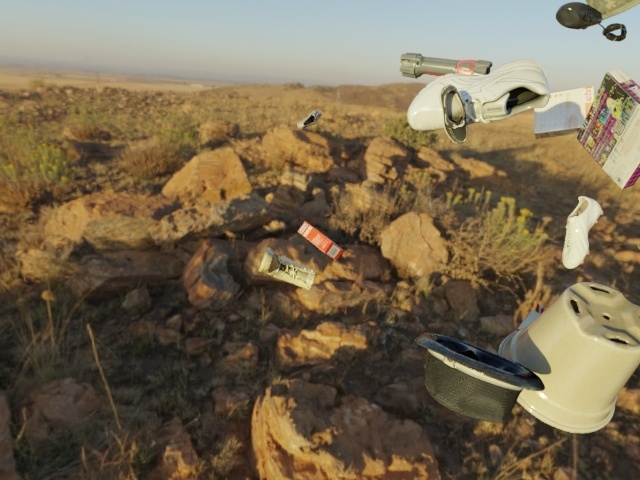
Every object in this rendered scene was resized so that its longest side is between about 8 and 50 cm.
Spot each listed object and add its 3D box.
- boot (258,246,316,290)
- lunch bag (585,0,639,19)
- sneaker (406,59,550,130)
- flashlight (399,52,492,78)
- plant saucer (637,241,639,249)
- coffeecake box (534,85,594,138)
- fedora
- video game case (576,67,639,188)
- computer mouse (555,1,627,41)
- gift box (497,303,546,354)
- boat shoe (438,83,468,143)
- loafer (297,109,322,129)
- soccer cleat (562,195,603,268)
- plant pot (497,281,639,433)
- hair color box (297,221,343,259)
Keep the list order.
[{"bbox_3d":[-0.118,0.111,1.589,0.203,0.095,0.262,23,-9,5],"label":"boot"},{"bbox_3d":[0.649,-0.623,0.873,0.169,0.235,0.287,-46,15,-16],"label":"lunch bag"},{"bbox_3d":[0.330,-0.297,0.908,0.296,0.111,0.129,-14,35,18],"label":"sneaker"},{"bbox_3d":[0.435,-0.593,1.503,0.303,0.103,0.103,19,35,27],"label":"flashlight"},{"bbox_3d":[1.008,0.026,1.160,0.240,0.037,0.241,20,-5,2],"label":"plant saucer"},{"bbox_3d":[0.864,-0.450,1.522,0.185,0.143,0.068,-1,-7,32],"label":"coffeecake box"},{"bbox_3d":[0.395,0.369,1.130,0.333,0.153,0.334,17,1,0],"label":"fedora"},{"bbox_3d":[0.773,-0.283,1.105,0.041,0.232,0.210,-18,56,0],"label":"video game case"},{"bbox_3d":[0.626,-0.488,0.985,0.241,0.041,0.071,3,8,-28],"label":"computer mouse"},{"bbox_3d":[0.813,0.404,1.533,0.276,0.255,0.258,38,3,-24],"label":"gift box"},{"bbox_3d":[0.267,-0.245,0.846,0.046,0.125,0.038,-19,29,7],"label":"boat shoe"},{"bbox_3d":[-0.036,-0.485,1.718,0.125,0.045,0.039,-40,23,-22],"label":"loafer"},{"bbox_3d":[0.670,-0.022,1.122,0.076,0.196,0.068,29,-10,-15],"label":"soccer cleat"},{"bbox_3d":[0.708,0.295,1.173,0.333,0.306,0.334,4,42,-4],"label":"plant pot"},{"bbox_3d":[0.000,0.000,1.630,0.167,0.053,0.093,37,2,39],"label":"hair color box"}]
